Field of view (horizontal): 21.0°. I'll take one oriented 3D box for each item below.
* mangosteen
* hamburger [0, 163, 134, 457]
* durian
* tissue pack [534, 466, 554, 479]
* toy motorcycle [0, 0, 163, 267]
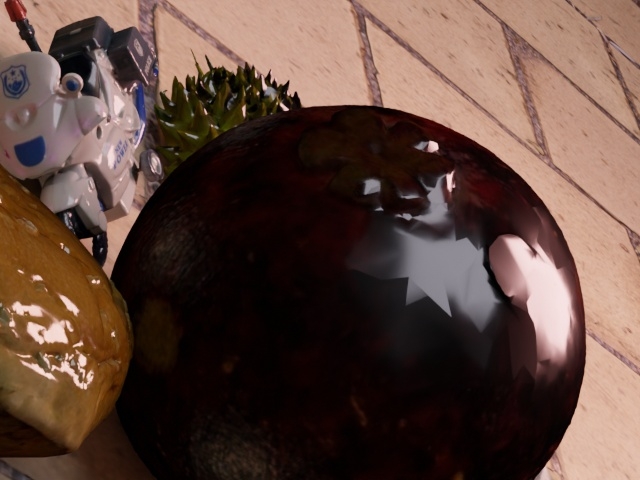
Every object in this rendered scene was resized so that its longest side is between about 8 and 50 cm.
[{"bbox_3d":[0.009,0.086,1.112,0.306,0.359,0.306,8,35,-6],"label":"mangosteen"},{"bbox_3d":[-0.194,0.029,0.886,0.211,0.132,0.309,44,6,-6],"label":"hamburger"},{"bbox_3d":[0.000,0.000,1.414,0.352,0.158,0.169,43,-10,-15],"label":"durian"},{"bbox_3d":[0.153,0.255,1.239,0.149,0.099,0.106,59,19,-13],"label":"tissue pack"},{"bbox_3d":[-0.174,-0.088,1.219,0.221,0.102,0.150,-85,151,-55],"label":"toy motorcycle"}]
